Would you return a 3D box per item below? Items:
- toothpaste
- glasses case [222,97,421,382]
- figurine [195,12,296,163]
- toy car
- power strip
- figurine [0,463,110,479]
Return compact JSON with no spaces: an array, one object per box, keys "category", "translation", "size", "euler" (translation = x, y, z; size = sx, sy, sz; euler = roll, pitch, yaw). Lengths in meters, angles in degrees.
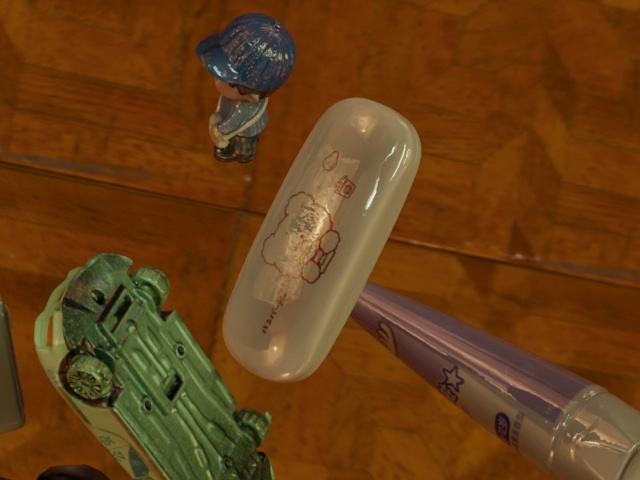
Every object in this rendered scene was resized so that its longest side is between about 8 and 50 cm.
[{"category":"toothpaste","translation":[0.112,0.094,1.240],"size":[0.080,0.371,0.125],"euler":[-57,145,-1]},{"category":"glasses case","translation":[0.000,0.000,0.982],"size":[0.193,0.074,0.049],"euler":[-63,152,4]},{"category":"figurine","translation":[-0.069,-0.135,1.377],"size":[0.087,0.086,0.149],"euler":[12,133,7]},{"category":"toy car","translation":[-0.088,0.094,0.806],"size":[0.186,0.058,0.093],"euler":[57,34,-25]},{"category":"power strip","translation":[-0.241,0.023,0.962],"size":[0.061,0.216,0.145],"euler":[-12,109,-20]},{"category":"figurine","translation":[-0.187,0.123,0.367],"size":[0.412,0.241,0.306],"euler":[47,116,14]}]
